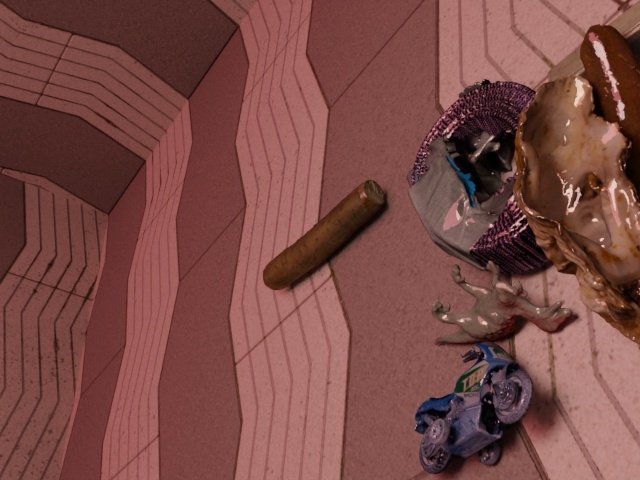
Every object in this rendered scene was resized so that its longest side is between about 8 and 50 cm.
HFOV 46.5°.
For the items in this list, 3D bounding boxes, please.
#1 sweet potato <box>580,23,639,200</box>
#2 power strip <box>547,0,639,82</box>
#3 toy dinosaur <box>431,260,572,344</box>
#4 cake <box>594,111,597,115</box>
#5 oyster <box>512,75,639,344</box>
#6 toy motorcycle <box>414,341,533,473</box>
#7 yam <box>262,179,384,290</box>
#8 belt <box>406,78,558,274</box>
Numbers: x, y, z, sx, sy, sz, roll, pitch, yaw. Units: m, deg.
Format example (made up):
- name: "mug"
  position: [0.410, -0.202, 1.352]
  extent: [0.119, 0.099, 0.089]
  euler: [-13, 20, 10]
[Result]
- name: "sweet potato"
  position: [0.389, -0.156, 0.946]
  extent: [0.077, 0.077, 0.244]
  euler: [-23, 78, 53]
- name: "power strip"
  position: [0.423, -0.268, 0.995]
  extent: [0.272, 0.078, 0.052]
  euler: [-38, 40, 43]
- name: "toy dinosaur"
  position: [0.234, 0.117, 1.061]
  extent: [0.053, 0.167, 0.242]
  euler: [-35, -22, -39]
- name: "cake"
  position: [0.368, -0.160, 1.008]
  extent: [0.044, 0.084, 0.084]
  euler: [-26, 48, 49]
- name: "oyster"
  position: [0.316, -0.036, 0.894]
  extent: [0.110, 0.166, 0.341]
  euler: [100, 149, -68]
- name: "toy motorcycle"
  position: [0.202, 0.222, 1.007]
  extent: [0.254, 0.092, 0.136]
  euler: [-52, 20, 44]
- name: "yam"
  position: [0.000, 0.000, 1.545]
  extent: [0.371, 0.083, 0.083]
  euler: [-40, 37, 43]
- name: "belt"
  position: [0.262, -0.094, 1.109]
  extent: [0.260, 0.122, 0.325]
  euler: [-45, 36, 23]
